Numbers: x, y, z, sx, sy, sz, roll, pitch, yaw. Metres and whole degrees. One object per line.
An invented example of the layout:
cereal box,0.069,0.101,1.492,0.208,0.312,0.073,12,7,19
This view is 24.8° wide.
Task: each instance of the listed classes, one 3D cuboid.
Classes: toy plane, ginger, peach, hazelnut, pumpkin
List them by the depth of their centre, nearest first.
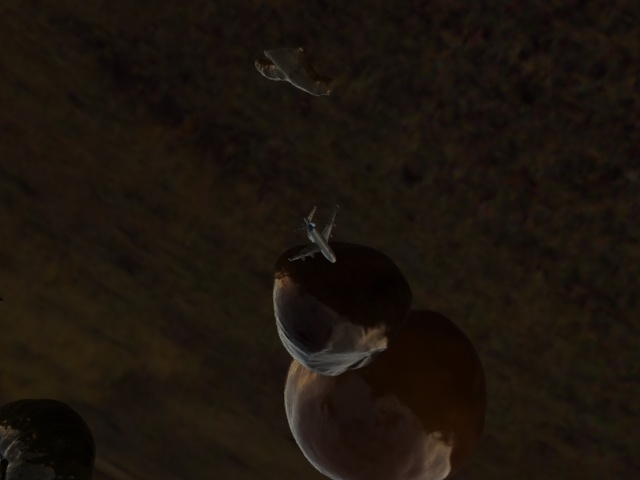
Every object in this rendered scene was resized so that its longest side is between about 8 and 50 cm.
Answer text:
ginger,-0.025,-0.174,1.438,0.097,0.030,0.048,23,142,32
toy plane,-0.002,-0.002,1.514,0.024,0.078,0.084,34,165,32
hazelnut,0.019,0.075,1.802,0.178,0.178,0.204,22,-169,30
pumpkin,-0.422,0.335,2.106,0.157,0.224,0.223,10,-178,-40
peach,0.109,0.270,2.402,0.342,0.302,0.343,-5,-178,0

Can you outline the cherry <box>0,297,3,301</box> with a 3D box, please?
cherry,-0.303,0.136,1.035,0.115,0.188,0.148,-10,103,57
